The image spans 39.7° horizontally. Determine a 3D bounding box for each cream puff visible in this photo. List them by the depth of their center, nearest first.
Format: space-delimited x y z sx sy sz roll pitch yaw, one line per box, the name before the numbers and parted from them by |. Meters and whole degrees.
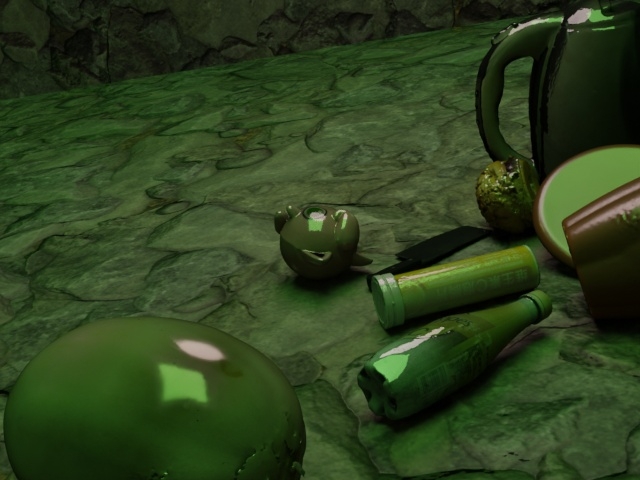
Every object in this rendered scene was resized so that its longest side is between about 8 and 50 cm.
cream puff | 0.295 -0.068 1.383 0.104 0.119 0.133 -23 3 30

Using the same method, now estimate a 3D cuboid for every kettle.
kettle | 0.411 -0.227 1.427 0.321 0.324 0.228 -4 24 14

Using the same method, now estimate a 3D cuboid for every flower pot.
flower pot | 0.398 0.014 1.089 0.173 0.190 0.190 -19 20 16

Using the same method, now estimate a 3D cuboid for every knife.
knife | 0.155 0.021 1.364 0.245 0.019 0.072 -22 21 -32

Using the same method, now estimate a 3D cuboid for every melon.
melon | -0.159 0.184 0.850 0.317 0.223 0.223 7 29 30

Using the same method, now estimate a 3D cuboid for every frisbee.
frisbee | 0.427 -0.046 1.253 0.251 0.021 0.250 -8 51 10

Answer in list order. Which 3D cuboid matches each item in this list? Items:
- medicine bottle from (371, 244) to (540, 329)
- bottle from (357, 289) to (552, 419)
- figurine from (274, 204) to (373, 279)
medicine bottle | 0.181 0.058 1.191 0.218 0.073 0.074 -13 23 -9
bottle | 0.166 0.122 1.033 0.270 0.083 0.083 -23 26 -31
figurine | 0.000 0.000 1.342 0.125 0.125 0.138 -25 39 -30
